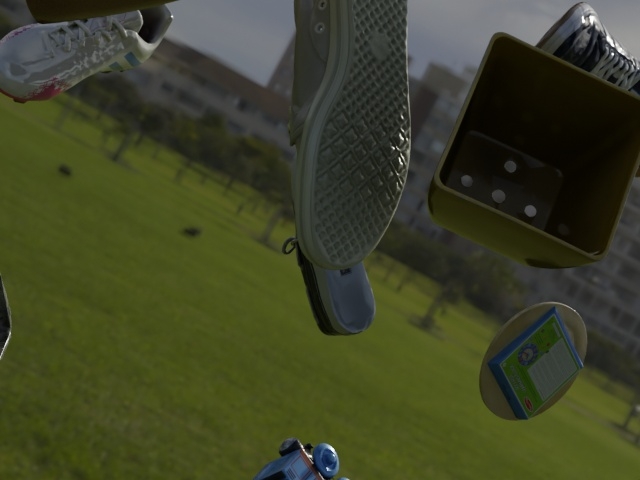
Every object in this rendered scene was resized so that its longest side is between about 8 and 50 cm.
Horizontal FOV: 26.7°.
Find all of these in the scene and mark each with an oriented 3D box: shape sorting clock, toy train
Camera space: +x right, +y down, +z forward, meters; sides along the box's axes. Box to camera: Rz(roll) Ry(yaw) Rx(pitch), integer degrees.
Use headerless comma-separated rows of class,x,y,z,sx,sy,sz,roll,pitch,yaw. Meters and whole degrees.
shape sorting clock,0.333,0.190,2.111,0.206,0.206,0.040,27,3,-40
toy train,-0.002,0.322,1.578,0.184,0.080,0.105,58,36,-5

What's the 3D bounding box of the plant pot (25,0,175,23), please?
plant pot,-0.214,-0.376,1.624,0.255,0.237,0.237,3,0,2

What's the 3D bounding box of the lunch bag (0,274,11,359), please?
lunch bag,-0.482,0.074,1.452,0.235,0.168,0.287,-3,-8,1

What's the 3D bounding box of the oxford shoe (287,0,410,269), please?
oxford shoe,0.023,-0.177,1.713,0.130,0.449,0.169,-10,-20,44

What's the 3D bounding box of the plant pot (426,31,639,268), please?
plant pot,0.240,-0.083,1.600,0.212,0.212,0.187,25,-19,-3

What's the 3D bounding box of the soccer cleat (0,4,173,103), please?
soccer cleat,-0.347,-0.298,1.972,0.116,0.143,0.331,56,36,2

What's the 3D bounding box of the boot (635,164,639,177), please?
boot,0.603,-0.134,2.370,0.197,0.152,0.073,54,23,-38

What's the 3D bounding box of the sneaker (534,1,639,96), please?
sneaker,0.368,-0.216,1.746,0.153,0.099,0.282,48,16,12

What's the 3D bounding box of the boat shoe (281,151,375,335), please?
boat shoe,0.004,-0.001,2.105,0.113,0.306,0.105,-19,4,-35
